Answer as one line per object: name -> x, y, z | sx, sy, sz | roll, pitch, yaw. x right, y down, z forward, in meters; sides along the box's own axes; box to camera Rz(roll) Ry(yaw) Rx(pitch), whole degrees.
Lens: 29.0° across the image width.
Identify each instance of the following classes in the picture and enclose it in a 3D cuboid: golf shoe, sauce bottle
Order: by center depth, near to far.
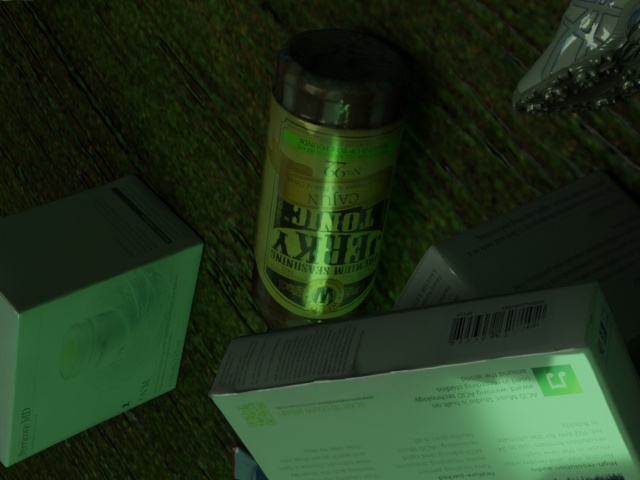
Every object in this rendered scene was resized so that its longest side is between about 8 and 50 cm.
golf shoe -> 0.185, -0.141, 0.796 | 0.176, 0.069, 0.086 | -34, 60, 49
sauce bottle -> 0.000, 0.000, 1.038 | 0.111, 0.111, 0.344 | 35, 133, 36

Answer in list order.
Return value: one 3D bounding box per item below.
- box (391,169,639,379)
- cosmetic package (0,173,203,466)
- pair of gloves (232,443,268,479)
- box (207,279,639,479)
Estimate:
box -> 0.138, 0.072, 0.841 | 0.119, 0.181, 0.182 | 49, 139, 22
cosmetic package -> -0.262, 0.081, 1.297 | 0.138, 0.224, 0.224 | 42, 136, 30
pair of gloves -> -0.036, 0.297, 1.293 | 0.159, 0.023, 0.198 | 25, 126, 40
box -> 0.107, 0.171, 0.759 | 0.232, 0.058, 0.322 | -10, 125, 28
